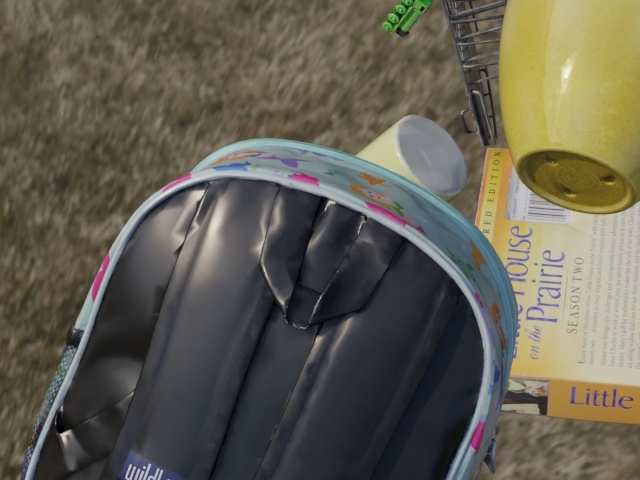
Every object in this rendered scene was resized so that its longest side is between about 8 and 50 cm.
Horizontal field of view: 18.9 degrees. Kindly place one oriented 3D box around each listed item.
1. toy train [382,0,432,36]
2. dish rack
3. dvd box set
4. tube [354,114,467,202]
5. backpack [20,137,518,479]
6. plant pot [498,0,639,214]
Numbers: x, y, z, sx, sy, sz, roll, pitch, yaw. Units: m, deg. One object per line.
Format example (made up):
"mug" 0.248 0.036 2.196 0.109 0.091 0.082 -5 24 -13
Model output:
"toy train" 0.079 -0.198 1.615 0.023 0.083 0.017 32 51 -7
"dish rack" 0.128 -0.224 1.624 0.074 0.271 0.208 -11 36 10
"dvd box set" 0.344 0.047 1.778 0.420 0.062 0.308 4 44 8
"tube" 0.000 0.000 1.302 0.070 0.240 0.062 54 41 4
"backpack" -0.016 0.078 0.993 0.225 0.191 0.254 22 110 9
"plant pot" 0.153 -0.071 1.057 0.134 0.134 0.095 23 67 -5
